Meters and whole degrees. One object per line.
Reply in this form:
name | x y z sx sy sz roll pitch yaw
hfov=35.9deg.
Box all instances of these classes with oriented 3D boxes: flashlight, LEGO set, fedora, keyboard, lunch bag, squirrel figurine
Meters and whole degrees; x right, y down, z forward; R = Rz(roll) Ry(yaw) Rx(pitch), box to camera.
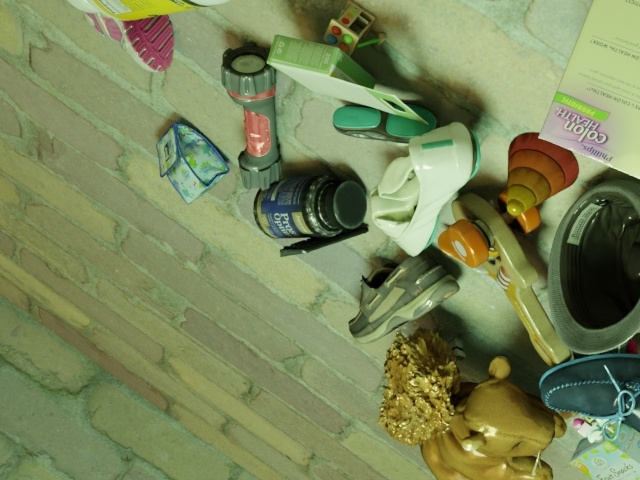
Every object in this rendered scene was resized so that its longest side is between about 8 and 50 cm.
flashlight | -0.126 -0.220 1.846 0.103 0.103 0.304 -2 138 -3
LEGO set | 0.220 0.257 2.164 0.087 0.093 0.227 24 137 -18
fedora | 0.469 0.048 1.518 0.124 0.275 0.244 13 151 -27
keyboard | 0.000 0.000 1.967 0.108 0.180 0.023 -10 96 51
LEGO set | 0.515 0.296 1.912 0.107 0.132 0.287 47 -178 4
lunch bag | -0.282 -0.168 2.095 0.151 0.096 0.129 55 149 -3
squirrel figurine | 0.282 0.348 1.933 0.397 0.281 0.370 25 165 13

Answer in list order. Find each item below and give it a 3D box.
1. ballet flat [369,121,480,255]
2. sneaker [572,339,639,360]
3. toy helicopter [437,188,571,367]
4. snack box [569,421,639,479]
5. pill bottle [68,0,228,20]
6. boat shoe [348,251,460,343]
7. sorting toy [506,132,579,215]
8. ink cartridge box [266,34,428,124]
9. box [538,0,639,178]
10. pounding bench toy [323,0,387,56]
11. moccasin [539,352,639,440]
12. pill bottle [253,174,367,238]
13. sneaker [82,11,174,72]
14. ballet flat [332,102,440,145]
ballet flat | 0.152 -0.083 1.697 0.139 0.139 0.400 34 156 4
sneaker | 0.478 0.112 1.720 0.112 0.121 0.299 -12 130 16
toy helicopter | 0.332 0.073 1.751 0.355 0.140 0.235 59 169 -10
snack box | 0.651 0.477 2.055 0.207 0.070 0.174 35 149 5
pill bottle | -0.282 -0.460 1.608 0.334 0.188 0.188 4 136 43
boat shoe | 0.152 0.108 2.026 0.130 0.132 0.355 59 146 5
sorting toy | 0.382 -0.126 1.464 0.127 0.126 0.365 41 149 -7
ink cartridge box | 0.052 -0.260 1.596 0.235 0.056 0.171 17 179 26
box | 0.423 -0.206 1.225 0.213 0.117 0.243 25 114 17
pounding bench toy | 0.057 -0.326 1.571 0.083 0.065 0.052 35 149 2
moccasin | 0.555 0.268 1.700 0.342 0.117 0.138 -4 138 6
pill bottle | -0.019 -0.066 1.937 0.219 0.123 0.123 -2 132 46
sneaker | -0.373 -0.420 1.847 0.111 0.103 0.252 -11 119 55
ballet flat | 0.119 -0.197 1.691 0.203 0.074 0.074 8 139 29
